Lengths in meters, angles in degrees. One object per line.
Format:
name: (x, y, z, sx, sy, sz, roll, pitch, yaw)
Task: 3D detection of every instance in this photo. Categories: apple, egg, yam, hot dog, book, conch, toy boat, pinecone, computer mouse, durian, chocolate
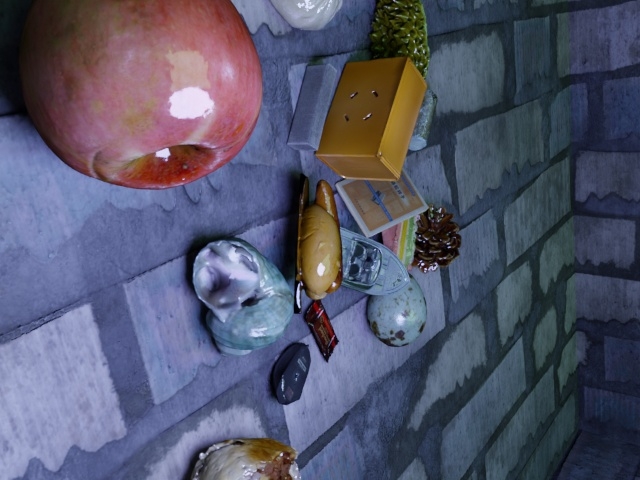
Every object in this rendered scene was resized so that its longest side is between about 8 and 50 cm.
apple: (-0.271, -0.264, 0.908, 0.363, 0.363, 0.364, -9, 101, -49)
egg: (0.218, 0.188, 1.678, 0.169, 0.169, 0.231, 38, 50, -46)
yam: (0.301, -0.364, 1.775, 0.078, 0.078, 0.179, 26, 76, -48)
hot dog: (0.000, 0.003, 1.346, 0.194, 0.107, 0.326, 140, -48, -86)
book: (0.170, -0.118, 1.600, 0.241, 0.018, 0.170, -25, 80, -35)
conch: (-0.162, 0.129, 1.228, 0.220, 0.195, 0.277, 2, 118, -26)
toy boat: (0.115, 0.065, 1.541, 0.319, 0.092, 0.141, 21, 78, -32)
pinecone: (0.337, -0.014, 1.793, 0.212, 0.168, 0.186, 54, 40, -54)
computer mouse: (-0.074, 0.322, 1.438, 0.099, 0.057, 0.172, 60, 40, -33)
durian: (0.243, -0.585, 1.622, 0.198, 0.163, 0.395, -14, 100, -51)
chocolate: (0.004, 0.234, 1.539, 0.086, 0.028, 0.183, -58, 135, -38)

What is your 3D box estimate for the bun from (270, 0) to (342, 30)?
bun: (-0.021, -0.591, 1.321, 0.231, 0.133, 0.231, -6, 98, -48)

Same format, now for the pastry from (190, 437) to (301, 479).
pastry: (-0.177, 0.527, 1.266, 0.256, 0.170, 0.237, 14, 104, -54)

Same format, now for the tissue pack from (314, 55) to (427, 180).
tissue pack: (0.132, -0.303, 1.496, 0.145, 0.194, 0.275, 37, 68, -50)

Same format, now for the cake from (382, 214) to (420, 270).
cake: (0.218, -0.023, 1.698, 0.109, 0.090, 0.226, 14, 79, -49)

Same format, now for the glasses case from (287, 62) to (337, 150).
glasses case: (-0.018, -0.316, 1.406, 0.047, 0.070, 0.205, 24, 76, -52)
